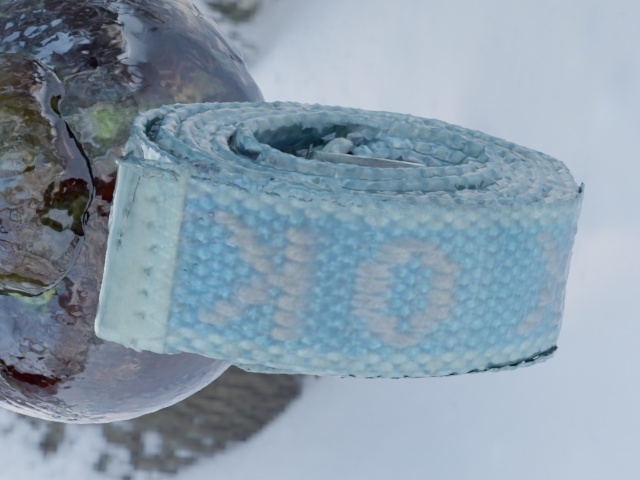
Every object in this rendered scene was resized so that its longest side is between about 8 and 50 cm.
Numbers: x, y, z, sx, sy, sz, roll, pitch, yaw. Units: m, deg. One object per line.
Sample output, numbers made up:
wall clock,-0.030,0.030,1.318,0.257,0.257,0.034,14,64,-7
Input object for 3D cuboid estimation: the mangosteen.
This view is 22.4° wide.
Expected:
mangosteen,-0.151,-0.020,0.775,0.231,0.289,0.231,8,100,51

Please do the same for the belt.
belt,0.008,0.001,0.558,0.148,0.163,0.082,-108,28,-75
